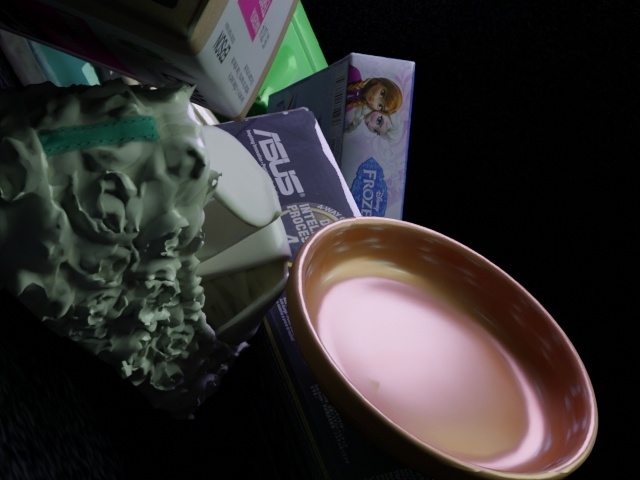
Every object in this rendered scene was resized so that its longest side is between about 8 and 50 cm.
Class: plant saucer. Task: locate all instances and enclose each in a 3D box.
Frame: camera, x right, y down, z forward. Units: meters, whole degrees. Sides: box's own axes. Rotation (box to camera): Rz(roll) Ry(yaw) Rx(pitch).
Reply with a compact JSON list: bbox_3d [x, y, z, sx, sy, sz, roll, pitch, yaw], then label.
[{"bbox_3d":[0.066,0.067,0.782,0.037,0.200,0.200,-57,-139,33],"label":"plant saucer"}]

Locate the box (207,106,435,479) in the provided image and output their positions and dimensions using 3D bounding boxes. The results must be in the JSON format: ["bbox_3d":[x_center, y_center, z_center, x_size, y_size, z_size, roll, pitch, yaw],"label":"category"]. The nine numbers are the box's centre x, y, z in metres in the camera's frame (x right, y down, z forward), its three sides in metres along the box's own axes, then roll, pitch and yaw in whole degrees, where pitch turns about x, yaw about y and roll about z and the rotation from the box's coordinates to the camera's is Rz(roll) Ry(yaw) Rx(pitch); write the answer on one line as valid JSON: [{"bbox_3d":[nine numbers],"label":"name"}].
[{"bbox_3d":[0.006,0.153,0.948,0.318,0.097,0.395,90,-18,-46],"label":"box"}]

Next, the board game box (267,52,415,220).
[{"bbox_3d":[0.000,0.000,1.323,0.318,0.065,0.319,-179,-85,-75],"label":"board game box"}]

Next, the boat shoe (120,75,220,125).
[{"bbox_3d":[-0.158,-0.099,1.098,0.098,0.109,0.302,-41,113,-49],"label":"boat shoe"}]

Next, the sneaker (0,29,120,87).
[{"bbox_3d":[-0.181,-0.200,0.951,0.108,0.121,0.302,-115,-179,-72],"label":"sneaker"}]

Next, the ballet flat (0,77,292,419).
[{"bbox_3d":[-0.079,0.012,0.751,0.409,0.147,0.147,71,-6,-78],"label":"ballet flat"}]

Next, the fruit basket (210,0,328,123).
[{"bbox_3d":[-0.165,-0.281,1.611,0.392,0.282,0.392,-16,90,-75],"label":"fruit basket"}]

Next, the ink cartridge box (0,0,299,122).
[{"bbox_3d":[-0.116,-0.140,0.629,0.193,0.088,0.235,23,-3,3],"label":"ink cartridge box"}]
